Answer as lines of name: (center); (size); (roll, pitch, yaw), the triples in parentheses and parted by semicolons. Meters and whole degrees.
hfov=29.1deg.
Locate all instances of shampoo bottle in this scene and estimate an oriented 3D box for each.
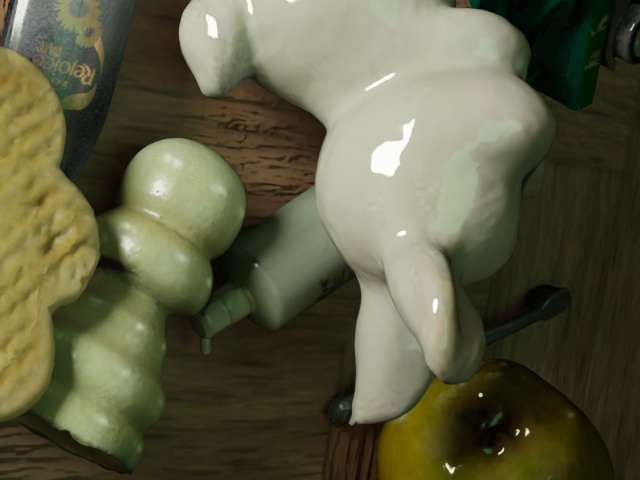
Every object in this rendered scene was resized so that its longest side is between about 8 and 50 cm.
shampoo bottle: (0.000, 0.000, 1.021); (0.262, 0.085, 0.085); (-34, 117, -26)
shampoo bottle: (-0.184, -0.141, 0.882); (0.087, 0.049, 0.234); (14, 91, -30)

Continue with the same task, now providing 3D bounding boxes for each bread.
bread: (-0.270, -0.016, 0.754); (0.316, 0.054, 0.316); (8, 79, -45)

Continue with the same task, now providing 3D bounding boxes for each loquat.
loquat: (0.152, 0.223, 1.105); (0.213, 0.213, 0.246); (-39, 150, -24)

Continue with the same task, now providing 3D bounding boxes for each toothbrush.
toothbrush: (0.126, 0.105, 1.169); (0.297, 0.030, 0.030); (-24, 121, -29)

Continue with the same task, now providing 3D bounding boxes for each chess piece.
chess piece: (-0.139, 0.036, 0.911); (0.133, 0.133, 0.243); (41, 67, -34)

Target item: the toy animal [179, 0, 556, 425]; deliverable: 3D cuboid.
toy animal: (0.042, -0.061, 0.907); (0.241, 0.196, 0.368); (-13, 75, -16)

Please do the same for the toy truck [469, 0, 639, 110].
toy truck: (0.196, -0.267, 1.002); (0.178, 0.176, 0.363); (-24, 135, -36)
